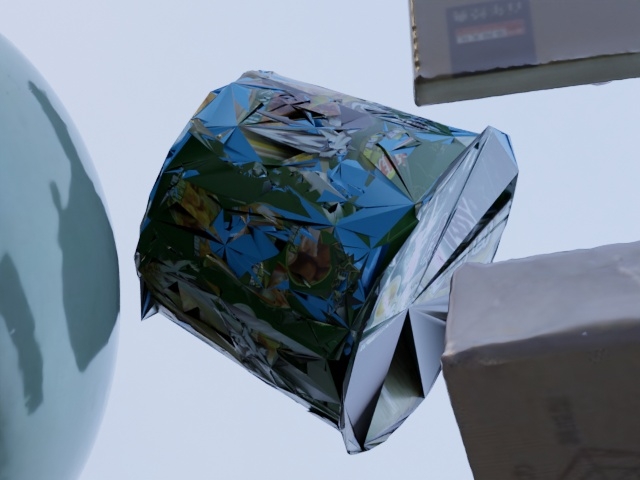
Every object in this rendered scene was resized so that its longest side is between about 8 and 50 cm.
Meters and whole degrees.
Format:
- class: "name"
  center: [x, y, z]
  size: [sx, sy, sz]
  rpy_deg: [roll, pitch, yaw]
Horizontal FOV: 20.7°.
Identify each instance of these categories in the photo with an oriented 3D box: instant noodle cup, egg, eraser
- class: "instant noodle cup"
  center: [0.000, 0.000, 1.153]
  size: [0.178, 0.240, 0.240]
  rpy_deg: [27, -43, 20]
- class: "egg"
  center: [-0.259, 0.044, 1.053]
  size: [0.276, 0.276, 0.388]
  rpy_deg: [17, -67, 38]
- class: "eraser"
  center: [0.171, 0.152, 0.925]
  size: [0.144, 0.078, 0.343]
  rpy_deg: [-8, -52, 15]

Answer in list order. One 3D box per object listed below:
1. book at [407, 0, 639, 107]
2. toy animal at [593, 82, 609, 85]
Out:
- class: "book"
  center: [0.138, -0.189, 0.731]
  size: [0.217, 0.310, 0.021]
  rpy_deg: [-7, -37, 7]
- class: "toy animal"
  center: [0.186, -0.314, 1.504]
  size: [0.216, 0.338, 0.191]
  rpy_deg: [7, -32, -12]
